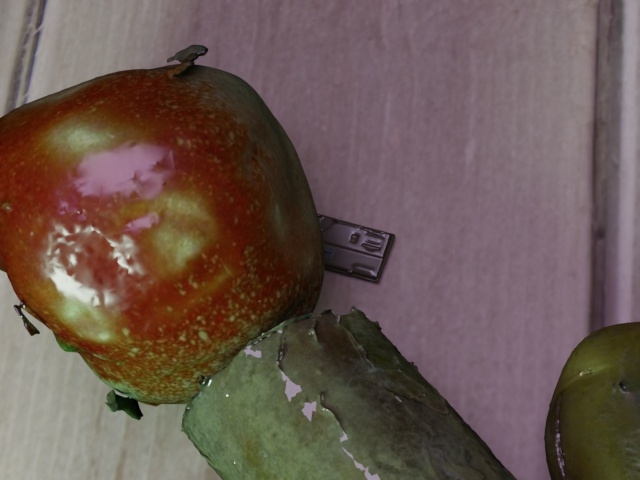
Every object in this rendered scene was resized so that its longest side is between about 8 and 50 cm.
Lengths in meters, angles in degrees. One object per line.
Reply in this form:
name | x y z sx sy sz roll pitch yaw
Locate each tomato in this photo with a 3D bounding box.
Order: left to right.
tomato | -0.131 -0.024 1.236 0.239 0.303 0.303 -34 64 8

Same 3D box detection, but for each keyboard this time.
keyboard | 0.000 0.000 1.362 0.129 0.015 0.049 15 75 17

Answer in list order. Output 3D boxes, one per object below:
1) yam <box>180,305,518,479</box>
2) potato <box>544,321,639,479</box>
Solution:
yam | 0.046 0.200 1.163 0.195 0.195 0.300 -38 65 -6
potato | 0.263 0.179 1.158 0.169 0.143 0.248 -12 64 -6
